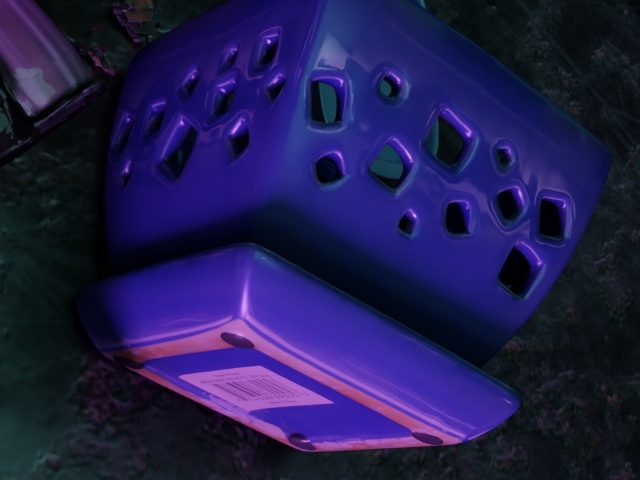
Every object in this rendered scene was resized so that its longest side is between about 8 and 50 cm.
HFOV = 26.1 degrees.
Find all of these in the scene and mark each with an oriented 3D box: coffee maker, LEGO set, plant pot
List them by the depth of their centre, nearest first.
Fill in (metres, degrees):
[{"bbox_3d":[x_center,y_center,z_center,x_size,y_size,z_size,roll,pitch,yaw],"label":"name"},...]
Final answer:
[{"bbox_3d":[-0.233,-0.112,0.762,0.171,0.120,0.178,-41,100,-40],"label":"coffee maker"},{"bbox_3d":[0.000,0.000,0.837,0.236,0.236,0.212,30,65,-29],"label":"plant pot"},{"bbox_3d":[-0.131,-0.146,0.926,0.083,0.023,0.054,-35,95,-28],"label":"LEGO set"}]

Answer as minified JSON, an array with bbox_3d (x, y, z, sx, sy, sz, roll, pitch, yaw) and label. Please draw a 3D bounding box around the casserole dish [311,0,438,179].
[{"bbox_3d":[0.032,-0.131,1.037,0.114,0.037,0.188,9,69,-36],"label":"casserole dish"}]
